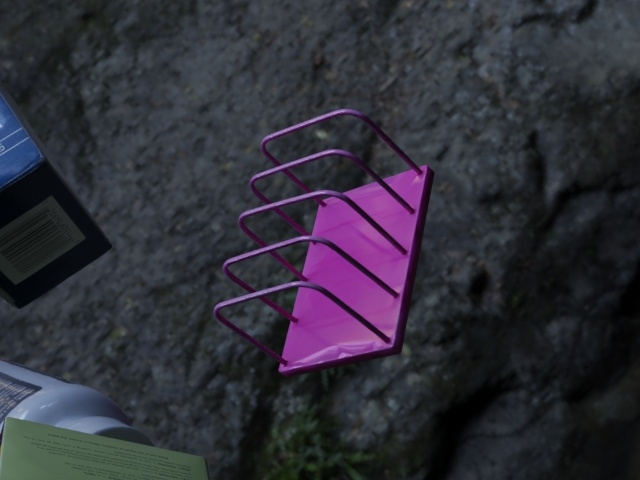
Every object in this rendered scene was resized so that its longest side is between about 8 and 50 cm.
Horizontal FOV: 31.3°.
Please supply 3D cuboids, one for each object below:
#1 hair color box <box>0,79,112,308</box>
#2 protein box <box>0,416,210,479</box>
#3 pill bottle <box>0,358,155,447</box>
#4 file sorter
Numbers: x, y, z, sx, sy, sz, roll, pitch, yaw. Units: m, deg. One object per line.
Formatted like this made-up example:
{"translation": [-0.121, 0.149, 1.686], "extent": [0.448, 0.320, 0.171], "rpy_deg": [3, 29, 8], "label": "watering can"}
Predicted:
{"translation": [-0.329, -0.123, 0.983], "extent": [0.105, 0.347, 0.174], "rpy_deg": [-34, -24, -8], "label": "hair color box"}
{"translation": [-0.204, 0.280, 1.011], "extent": [0.201, 0.200, 0.136], "rpy_deg": [-121, 48, -67], "label": "protein box"}
{"translation": [-0.315, 0.237, 1.267], "extent": [0.318, 0.176, 0.176], "rpy_deg": [6, 52, 49], "label": "pill bottle"}
{"translation": [0.000, 0.000, 1.524], "extent": [0.202, 0.182, 0.290], "rpy_deg": [-17, 47, 39], "label": "file sorter"}
